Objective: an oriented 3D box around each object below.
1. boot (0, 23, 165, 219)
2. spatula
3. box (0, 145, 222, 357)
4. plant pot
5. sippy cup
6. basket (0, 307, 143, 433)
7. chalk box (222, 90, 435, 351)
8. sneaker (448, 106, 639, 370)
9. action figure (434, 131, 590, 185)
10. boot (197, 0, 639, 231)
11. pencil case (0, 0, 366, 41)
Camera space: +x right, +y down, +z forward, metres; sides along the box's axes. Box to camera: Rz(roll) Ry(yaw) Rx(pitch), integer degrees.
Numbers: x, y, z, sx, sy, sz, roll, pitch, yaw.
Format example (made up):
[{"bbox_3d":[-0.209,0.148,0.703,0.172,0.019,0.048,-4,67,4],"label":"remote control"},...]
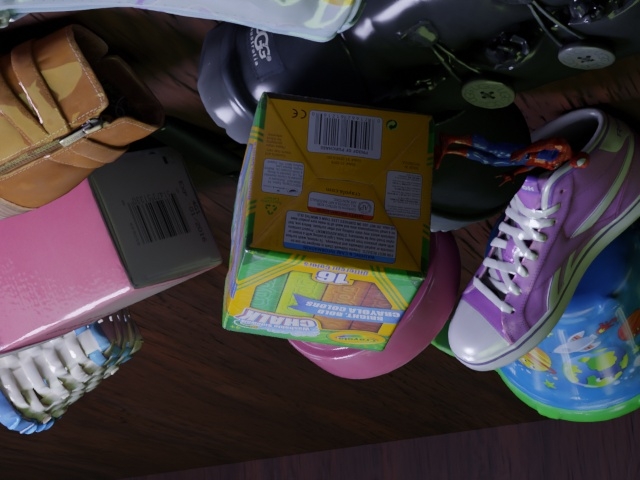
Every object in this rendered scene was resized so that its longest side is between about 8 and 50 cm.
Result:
[{"bbox_3d":[-0.281,-0.108,1.289,0.220,0.109,0.283,-24,141,26],"label":"boot"},{"bbox_3d":[-0.162,-0.101,1.456,0.084,0.030,0.296,-20,157,33],"label":"spatula"},{"bbox_3d":[-0.236,0.015,1.544,0.232,0.127,0.148,-24,176,33],"label":"box"},{"bbox_3d":[0.013,0.013,1.631,0.201,0.201,0.180,-15,145,31],"label":"plant pot"},{"bbox_3d":[0.278,0.054,1.785,0.305,0.240,0.224,-42,150,-6],"label":"sippy cup"},{"bbox_3d":[-0.354,0.121,1.774,0.289,0.201,0.255,-32,175,0],"label":"basket"},{"bbox_3d":[0.000,0.000,1.233,0.132,0.132,0.213,7,156,-5],"label":"chalk box"},{"bbox_3d":[0.195,-0.010,1.569,0.282,0.102,0.161,-53,141,5],"label":"sneaker"},{"bbox_3d":[0.143,-0.062,1.208,0.115,0.030,0.038,0,152,-7],"label":"action figure"},{"bbox_3d":[0.187,-0.155,1.216,0.445,0.146,0.367,-25,156,38],"label":"boot"},{"bbox_3d":[-0.104,-0.192,1.020,0.273,0.124,0.113,0,162,-17],"label":"pencil case"}]
